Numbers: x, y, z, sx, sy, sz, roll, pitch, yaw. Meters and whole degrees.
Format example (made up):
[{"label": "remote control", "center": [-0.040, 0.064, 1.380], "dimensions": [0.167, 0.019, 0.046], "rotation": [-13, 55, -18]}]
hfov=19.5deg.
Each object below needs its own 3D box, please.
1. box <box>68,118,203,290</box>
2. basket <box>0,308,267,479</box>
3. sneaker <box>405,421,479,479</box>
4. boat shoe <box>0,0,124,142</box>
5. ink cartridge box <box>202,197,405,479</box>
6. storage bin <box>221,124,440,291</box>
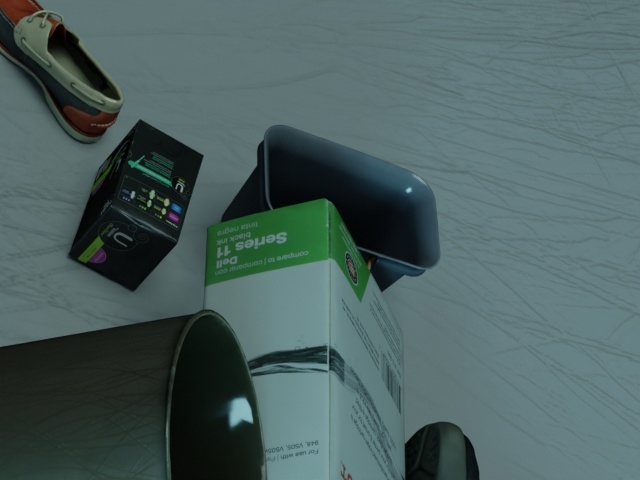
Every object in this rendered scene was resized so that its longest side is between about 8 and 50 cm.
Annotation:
[{"label": "box", "center": [-0.118, -0.023, 1.204], "dimensions": [0.052, 0.062, 0.083], "rotation": [29, 45, -17]}, {"label": "basket", "center": [-0.157, 0.122, 0.926], "dimensions": [0.204, 0.227, 0.154], "rotation": [-3, 87, -80]}, {"label": "sneaker", "center": [0.097, 0.228, 1.156], "dimensions": [0.130, 0.087, 0.227], "rotation": [20, 51, -27]}, {"label": "boat shoe", "center": [-0.181, -0.130, 1.257], "dimensions": [0.049, 0.043, 0.137], "rotation": [-25, 74, -44]}, {"label": "ink cartridge box", "center": [-0.009, 0.106, 1.117], "dimensions": [0.153, 0.087, 0.208], "rotation": [62, 22, -47]}, {"label": "storage bin", "center": [0.000, 0.000, 1.256], "dimensions": [0.135, 0.091, 0.098], "rotation": [18, 48, -25]}]
